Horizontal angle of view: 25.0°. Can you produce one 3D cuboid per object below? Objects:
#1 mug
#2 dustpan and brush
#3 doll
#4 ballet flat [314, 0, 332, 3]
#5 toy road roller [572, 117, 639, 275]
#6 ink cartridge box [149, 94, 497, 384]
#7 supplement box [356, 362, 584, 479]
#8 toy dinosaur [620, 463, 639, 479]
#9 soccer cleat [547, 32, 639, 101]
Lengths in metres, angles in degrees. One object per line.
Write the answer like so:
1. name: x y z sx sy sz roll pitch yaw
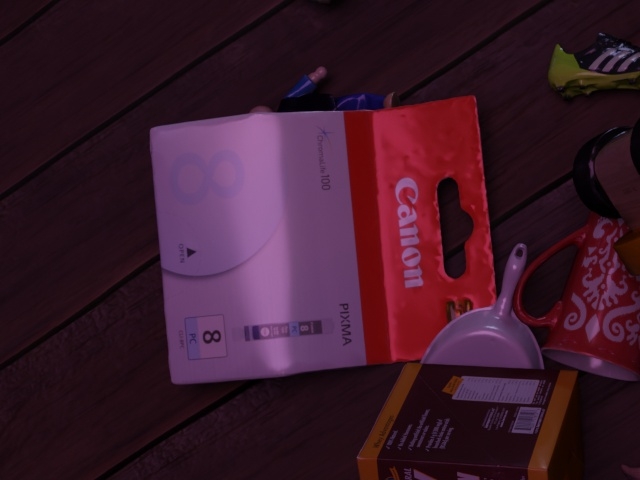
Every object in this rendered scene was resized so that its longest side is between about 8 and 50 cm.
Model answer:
1. mug: 0.302 0.050 1.560 0.113 0.150 0.169 1 70 59
2. dustpan and brush: 0.195 0.107 1.607 0.147 0.060 0.211 17 111 9
3. doll: 0.002 -0.149 1.753 0.189 0.046 0.129 0 86 18
4. ballet flat: 0.088 -0.429 1.763 0.348 0.123 0.123 -46 68 4
5. toy road roller: 0.443 -0.063 1.471 0.330 0.202 0.240 -31 90 -15
6. ink cartridge box: 0.000 0.000 1.675 0.385 0.091 0.308 -7 85 19
7. supplement box: 0.163 0.234 1.516 0.194 0.191 0.129 1 116 20
8. toy dinosaur: 0.441 0.291 1.469 0.296 0.127 0.200 1 85 25
9. soccer cleat: 0.347 -0.203 1.643 0.179 0.060 0.072 -2 70 20
